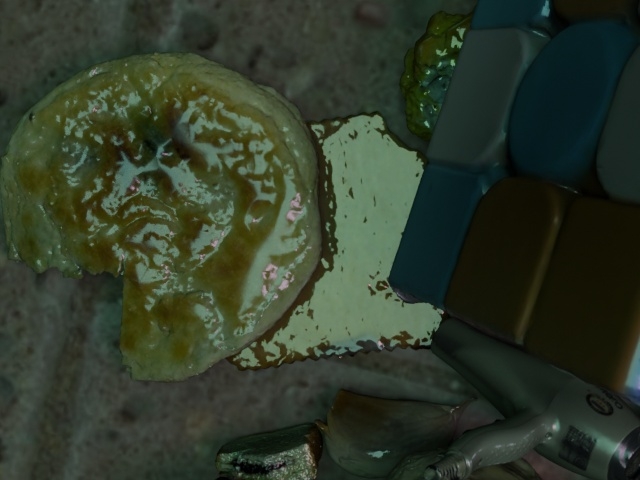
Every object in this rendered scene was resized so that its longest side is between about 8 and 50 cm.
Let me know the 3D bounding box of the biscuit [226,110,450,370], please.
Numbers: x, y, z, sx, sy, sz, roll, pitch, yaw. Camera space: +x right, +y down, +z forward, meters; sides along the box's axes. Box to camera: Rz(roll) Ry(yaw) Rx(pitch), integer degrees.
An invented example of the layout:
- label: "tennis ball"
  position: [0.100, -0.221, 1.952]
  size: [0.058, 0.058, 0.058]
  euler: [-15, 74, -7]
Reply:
- label: "biscuit"
  position: [0.000, 0.000, 1.059]
  size: [0.232, 0.013, 0.237]
  euler: [-8, 90, 9]

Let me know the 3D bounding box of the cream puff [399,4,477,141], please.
- label: "cream puff"
  position: [0.139, -0.154, 0.982]
  size: [0.156, 0.156, 0.121]
  euler: [22, 62, 8]

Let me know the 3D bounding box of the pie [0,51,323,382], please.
- label: "pie"
  position: [-0.153, -0.035, 1.042]
  size: [0.337, 0.075, 0.337]
  euler: [0, 92, 13]

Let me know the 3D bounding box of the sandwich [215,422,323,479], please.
- label: "sandwich"
  position: [-0.052, 0.208, 1.028]
  size: [0.105, 0.093, 0.036]
  euler: [-11, 95, 11]

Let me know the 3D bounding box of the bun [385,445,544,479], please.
- label: "bun"
  position: [0.156, 0.272, 0.926]
  size: [0.141, 0.239, 0.239]
  euler: [-36, 85, 18]

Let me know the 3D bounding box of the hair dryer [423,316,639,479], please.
- label: "hair dryer"
  position: [0.144, 0.137, 0.941]
  size: [0.225, 0.219, 0.088]
  euler: [1, 114, -25]

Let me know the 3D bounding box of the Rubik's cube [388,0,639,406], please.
- label: "Rubik's cube"
  position: [0.304, -0.048, 0.791]
  size: [0.347, 0.346, 0.344]
  euler: [16, 94, -23]

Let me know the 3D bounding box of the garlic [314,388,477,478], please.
- label: "garlic"
  position: [0.068, 0.185, 1.021]
  size: [0.152, 0.066, 0.084]
  euler: [4, 89, 11]

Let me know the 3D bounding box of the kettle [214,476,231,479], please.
- label: "kettle"
  position: [-0.028, 0.357, 0.974]
  size: [0.271, 0.207, 0.251]
  euler: [37, 105, -4]
